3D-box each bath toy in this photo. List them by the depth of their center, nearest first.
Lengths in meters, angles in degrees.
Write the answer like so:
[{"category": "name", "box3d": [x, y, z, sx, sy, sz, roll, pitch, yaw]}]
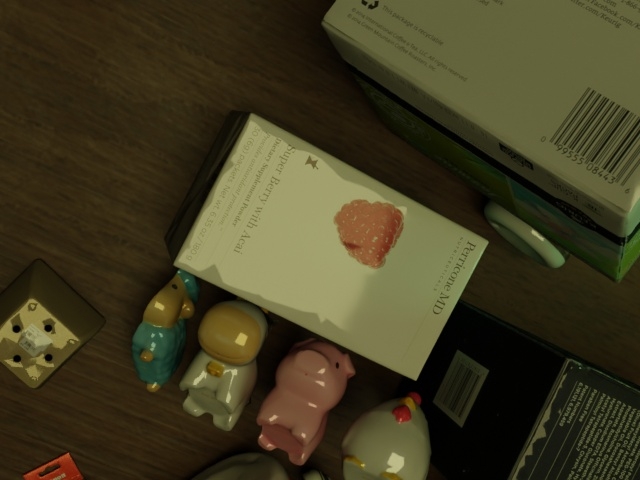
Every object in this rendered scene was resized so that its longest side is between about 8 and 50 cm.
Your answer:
[{"category": "bath toy", "box3d": [-0.030, 0.156, 1.039, 0.348, 0.151, 0.129, 26, 52, 10]}]

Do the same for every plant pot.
[{"category": "plant pot", "box3d": [-0.313, 0.101, 1.037, 0.109, 0.096, 0.109, -44, 105, -2]}]

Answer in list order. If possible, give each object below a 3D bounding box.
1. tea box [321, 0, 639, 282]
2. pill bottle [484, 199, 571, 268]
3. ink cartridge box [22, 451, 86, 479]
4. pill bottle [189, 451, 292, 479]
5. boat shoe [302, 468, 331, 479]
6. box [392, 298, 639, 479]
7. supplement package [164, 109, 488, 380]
[{"category": "tea box", "box3d": [0.224, -0.157, 0.934, 0.329, 0.323, 0.220, 37, 91, 21]}, {"category": "pill bottle", "box3d": [0.304, -0.080, 1.129, 0.117, 0.117, 0.215, 39, 89, -15]}, {"category": "ink cartridge box", "box3d": [-0.296, 0.314, 1.109, 0.063, 0.029, 0.115, -27, 104, -8]}, {"category": "pill bottle", "box3d": [-0.048, 0.422, 1.101, 0.176, 0.176, 0.318, -31, 106, -6]}, {"category": "boat shoe", "box3d": [0.049, 0.360, 1.170, 0.070, 0.078, 0.219, -31, 112, -5]}, {"category": "box", "box3d": [0.286, 0.226, 1.058, 0.312, 0.343, 0.179, 25, 91, -14]}, {"category": "supplement package", "box3d": [0.000, 0.000, 1.047, 0.293, 0.175, 0.177, 27, 92, -15]}]
